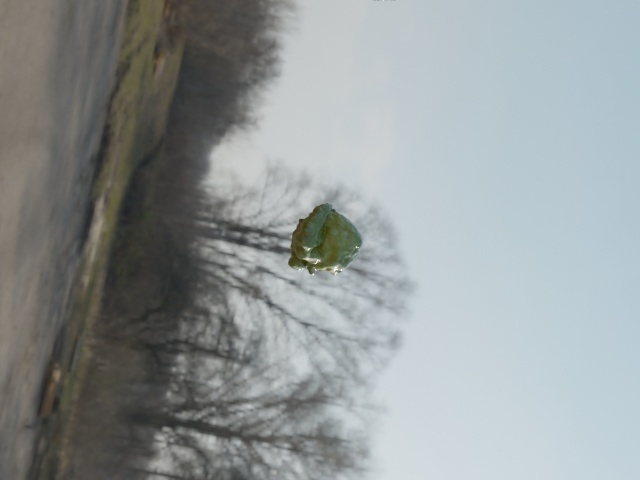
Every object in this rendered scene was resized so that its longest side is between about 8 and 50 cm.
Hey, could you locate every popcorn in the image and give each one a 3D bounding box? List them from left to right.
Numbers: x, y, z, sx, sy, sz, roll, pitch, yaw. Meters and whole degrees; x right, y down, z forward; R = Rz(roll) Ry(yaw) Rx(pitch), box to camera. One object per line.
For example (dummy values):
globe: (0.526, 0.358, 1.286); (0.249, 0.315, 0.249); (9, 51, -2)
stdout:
popcorn: (0.002, -0.002, 0.895); (0.083, 0.068, 0.059); (34, 51, -59)
